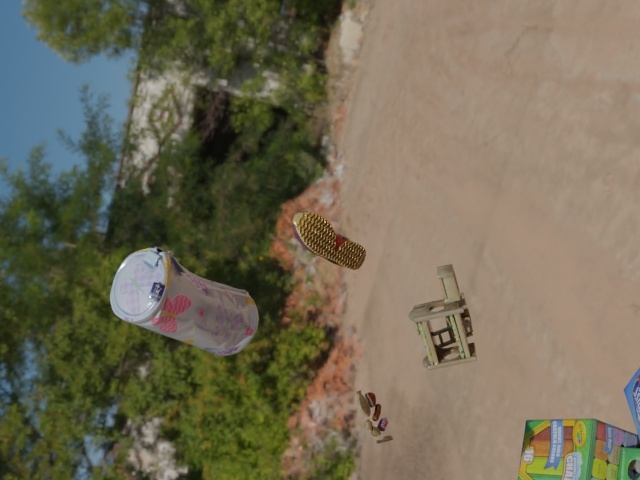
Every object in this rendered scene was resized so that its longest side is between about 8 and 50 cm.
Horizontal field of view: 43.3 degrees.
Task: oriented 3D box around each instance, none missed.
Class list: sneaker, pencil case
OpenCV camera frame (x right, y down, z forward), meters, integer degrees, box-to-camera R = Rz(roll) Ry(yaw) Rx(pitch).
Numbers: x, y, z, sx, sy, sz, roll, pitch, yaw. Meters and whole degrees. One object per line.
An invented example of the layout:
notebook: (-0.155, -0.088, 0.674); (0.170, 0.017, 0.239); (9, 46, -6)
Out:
sneaker: (0.000, 0.000, 1.526); (0.084, 0.185, 0.069); (16, 74, 52)
pencil case: (-0.216, 0.105, 1.318); (0.273, 0.114, 0.124); (36, -112, -54)

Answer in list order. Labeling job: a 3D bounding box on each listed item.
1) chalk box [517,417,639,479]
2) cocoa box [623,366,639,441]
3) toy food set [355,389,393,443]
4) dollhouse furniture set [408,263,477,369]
chalk box: (0.603, 0.504, 1.788); (0.289, 0.179, 0.180); (-28, 43, 61)
cocoa box: (0.849, 0.351, 1.644); (0.231, 0.347, 0.227); (-86, 9, -50)
toy food set: (0.117, 0.391, 1.790); (0.019, 0.078, 0.122); (-36, 64, 39)
dollhouse furniture set: (0.219, 0.121, 1.516); (0.161, 0.101, 0.181); (-73, -33, -68)
